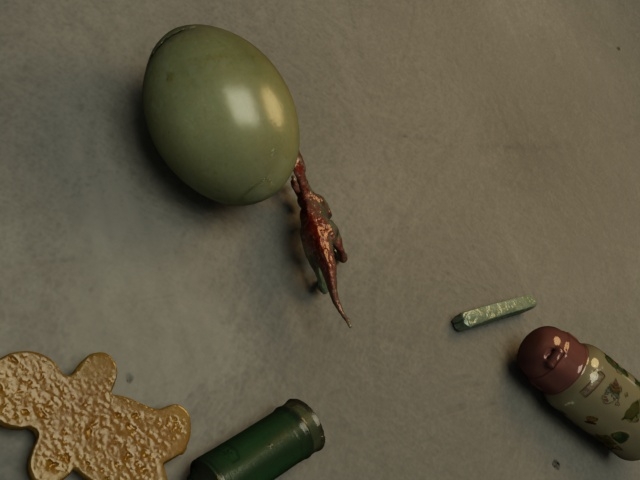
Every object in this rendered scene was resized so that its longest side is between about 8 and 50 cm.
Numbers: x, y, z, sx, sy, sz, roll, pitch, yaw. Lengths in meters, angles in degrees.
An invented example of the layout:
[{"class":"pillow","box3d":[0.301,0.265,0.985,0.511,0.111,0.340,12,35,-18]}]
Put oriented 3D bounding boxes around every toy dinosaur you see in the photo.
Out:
[{"class":"toy dinosaur","box3d":[0.000,0.000,1.122,0.053,0.167,0.242,-16,49,6]}]

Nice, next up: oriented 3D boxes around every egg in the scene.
[{"class":"egg","box3d":[-0.129,-0.162,1.073,0.186,0.186,0.253,-24,81,-39]}]

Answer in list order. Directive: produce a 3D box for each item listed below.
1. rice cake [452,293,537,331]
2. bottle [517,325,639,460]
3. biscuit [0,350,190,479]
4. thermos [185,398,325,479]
[{"class":"rice cake","box3d":[0.275,0.112,1.308,0.170,0.033,0.029,-12,71,-36]},{"class":"bottle","box3d":[0.416,0.228,1.292,0.253,0.120,0.120,38,52,-12]},{"class":"biscuit","box3d":[-0.258,0.203,0.909,0.240,0.035,0.158,35,51,-15]},{"class":"thermos","box3d":[-0.088,0.262,0.977,0.187,0.083,0.073,-24,61,-37]}]
